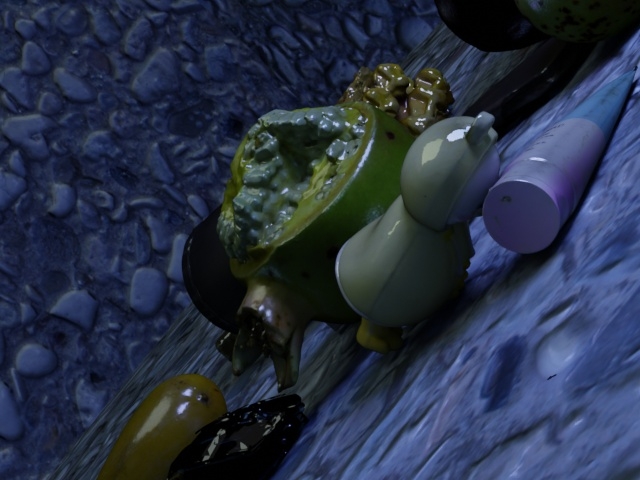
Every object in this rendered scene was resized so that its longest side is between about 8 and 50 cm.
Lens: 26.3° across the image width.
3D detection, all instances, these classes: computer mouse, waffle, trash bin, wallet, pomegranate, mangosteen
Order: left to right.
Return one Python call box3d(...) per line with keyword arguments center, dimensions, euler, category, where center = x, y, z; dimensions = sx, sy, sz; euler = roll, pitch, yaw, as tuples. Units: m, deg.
box3d(center=(-0.102, 0.232, 1.464), dimensions=(0.242, 0.077, 0.146), euler=(-43, 10, 36), category="computer mouse")
box3d(center=(-0.050, -0.004, 1.956), dimensions=(0.301, 0.203, 0.252), euler=(-38, 40, 55), category="trash bin")
box3d(center=(0.000, 0.000, 1.488), dimensions=(0.340, 0.260, 0.260), euler=(-67, 11, -13), category="pomegranate")
box3d(center=(0.083, -0.160, 2.156), dimensions=(0.261, 0.151, 0.324), euler=(-62, 7, -1), category="waffle")
box3d(center=(0.273, -0.421, 1.989), dimensions=(0.233, 0.287, 0.287), euler=(-11, 28, 34), category="mangosteen")
box3d(center=(0.251, -0.192, 1.813), dimensions=(0.165, 0.042, 0.309), euler=(-50, 8, -35), category="wallet")
box3d(center=(0.296, -0.357, 1.587), dimensions=(0.214, 0.248, 0.214), euler=(-41, 7, 6), category="pomegranate")

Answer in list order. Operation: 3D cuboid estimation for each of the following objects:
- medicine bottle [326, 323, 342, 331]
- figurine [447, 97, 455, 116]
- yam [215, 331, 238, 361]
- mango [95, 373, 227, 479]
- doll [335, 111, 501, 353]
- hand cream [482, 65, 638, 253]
box3d(center=(0.032, 0.065, 1.677), dimensions=(0.089, 0.052, 0.052), euler=(-48, 6, -3), category="medicine bottle")
box3d(center=(0.189, -0.207, 2.313), dimensions=(0.060, 0.047, 0.106), euler=(-27, 18, 48), category="figurine")
box3d(center=(-0.068, 0.084, 2.228), dimensions=(0.274, 0.061, 0.061), euler=(-48, 6, 9), category="yam")
box3d(center=(-0.220, 0.282, 1.784), dimensions=(0.251, 0.114, 0.156), euler=(-47, 13, -3), category="mango")
box3d(center=(0.101, -0.010, 1.263), dimensions=(0.141, 0.117, 0.296), euler=(-46, -7, -40), category="doll")
box3d(center=(0.226, -0.076, 1.269), dimensions=(0.111, 0.070, 0.312), euler=(-46, -1, 35), category="hand cream")
